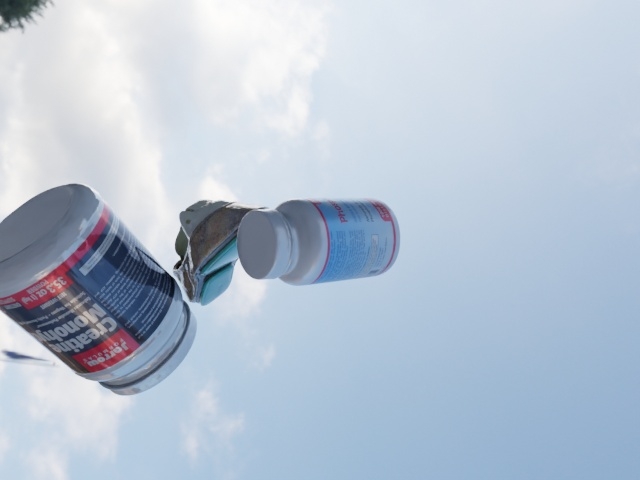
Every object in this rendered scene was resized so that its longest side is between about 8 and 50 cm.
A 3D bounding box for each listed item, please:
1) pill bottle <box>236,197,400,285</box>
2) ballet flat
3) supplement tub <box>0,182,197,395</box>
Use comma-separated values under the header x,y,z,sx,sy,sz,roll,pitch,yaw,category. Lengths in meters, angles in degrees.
x,y,z,sx,sy,sz,roll,pitch,yaw,category
0.000,0.000,0.567,0.087,0.160,0.087,5,-83,49,pill bottle
-0.164,0.005,0.806,0.106,0.107,0.316,53,-35,7,ballet flat
-0.318,0.074,0.782,0.191,0.272,0.191,-19,-142,16,supplement tub
